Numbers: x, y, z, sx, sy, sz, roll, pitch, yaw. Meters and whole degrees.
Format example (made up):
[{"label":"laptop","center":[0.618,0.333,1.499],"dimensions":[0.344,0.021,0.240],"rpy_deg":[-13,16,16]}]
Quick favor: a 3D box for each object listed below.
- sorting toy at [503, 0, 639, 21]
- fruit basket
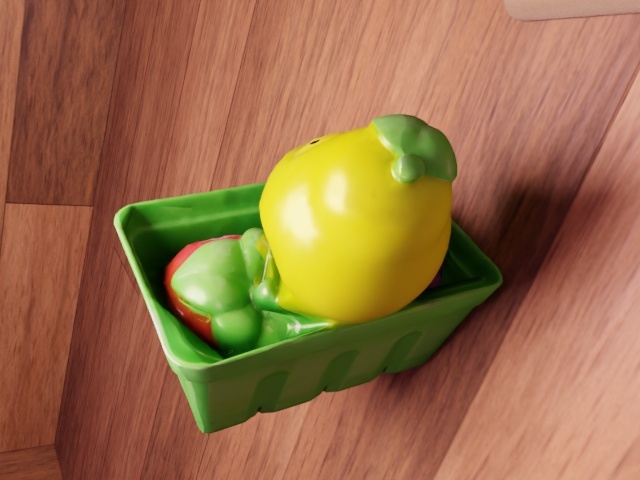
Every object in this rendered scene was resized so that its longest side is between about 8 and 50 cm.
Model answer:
[{"label":"sorting toy","center":[0.234,-0.329,0.608],"dimensions":[0.307,0.041,0.229],"rpy_deg":[21,107,54]},{"label":"fruit basket","center":[0.000,0.000,0.657],"dimensions":[0.283,0.391,0.392],"rpy_deg":[54,131,41]}]
